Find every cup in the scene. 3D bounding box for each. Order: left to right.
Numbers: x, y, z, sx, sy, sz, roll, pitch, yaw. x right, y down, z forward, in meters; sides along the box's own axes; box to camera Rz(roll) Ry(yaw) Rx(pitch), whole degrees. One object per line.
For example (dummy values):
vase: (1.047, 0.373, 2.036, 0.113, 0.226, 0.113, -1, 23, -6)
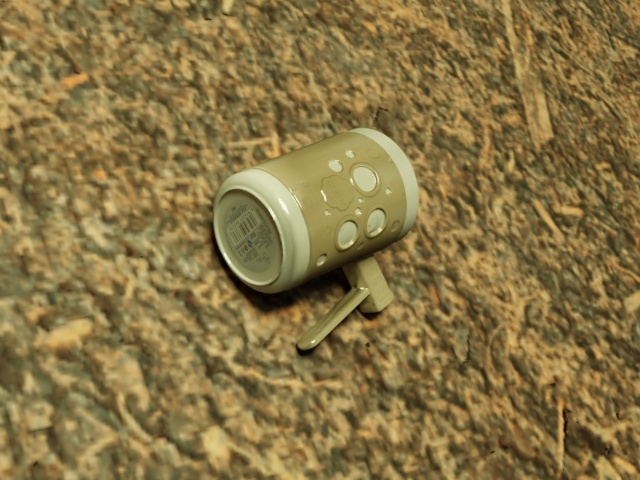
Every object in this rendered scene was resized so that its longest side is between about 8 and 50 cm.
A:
cup: (-0.006, -0.004, 0.656, 0.099, 0.102, 0.074, -23, 38, -40)
